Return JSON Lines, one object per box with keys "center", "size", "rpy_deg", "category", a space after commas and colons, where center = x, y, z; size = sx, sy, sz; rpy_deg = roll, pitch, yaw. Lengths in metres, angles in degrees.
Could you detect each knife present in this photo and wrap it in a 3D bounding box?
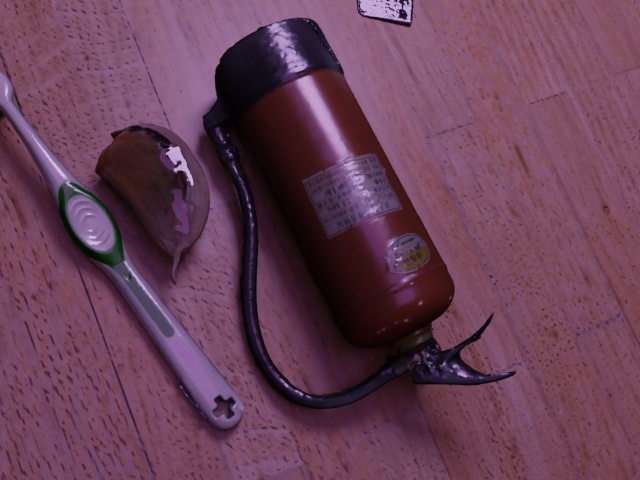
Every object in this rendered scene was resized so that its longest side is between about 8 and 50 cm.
{"center": [0.079, -0.357, 0.877], "size": [0.072, 0.019, 0.245], "rpy_deg": [10, 75, -10], "category": "knife"}

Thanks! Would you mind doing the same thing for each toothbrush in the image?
{"center": [-0.198, -0.005, 0.698], "size": [0.042, 0.040, 0.418], "rpy_deg": [-36, 86, -22], "category": "toothbrush"}

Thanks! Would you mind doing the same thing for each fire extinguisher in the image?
{"center": [0.006, -0.002, 0.730], "size": [0.200, 0.113, 0.376], "rpy_deg": [-32, 81, 23], "category": "fire extinguisher"}

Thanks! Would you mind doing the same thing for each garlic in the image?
{"center": [-0.140, -0.045, 0.717], "size": [0.084, 0.066, 0.152], "rpy_deg": [-40, 83, 7], "category": "garlic"}
